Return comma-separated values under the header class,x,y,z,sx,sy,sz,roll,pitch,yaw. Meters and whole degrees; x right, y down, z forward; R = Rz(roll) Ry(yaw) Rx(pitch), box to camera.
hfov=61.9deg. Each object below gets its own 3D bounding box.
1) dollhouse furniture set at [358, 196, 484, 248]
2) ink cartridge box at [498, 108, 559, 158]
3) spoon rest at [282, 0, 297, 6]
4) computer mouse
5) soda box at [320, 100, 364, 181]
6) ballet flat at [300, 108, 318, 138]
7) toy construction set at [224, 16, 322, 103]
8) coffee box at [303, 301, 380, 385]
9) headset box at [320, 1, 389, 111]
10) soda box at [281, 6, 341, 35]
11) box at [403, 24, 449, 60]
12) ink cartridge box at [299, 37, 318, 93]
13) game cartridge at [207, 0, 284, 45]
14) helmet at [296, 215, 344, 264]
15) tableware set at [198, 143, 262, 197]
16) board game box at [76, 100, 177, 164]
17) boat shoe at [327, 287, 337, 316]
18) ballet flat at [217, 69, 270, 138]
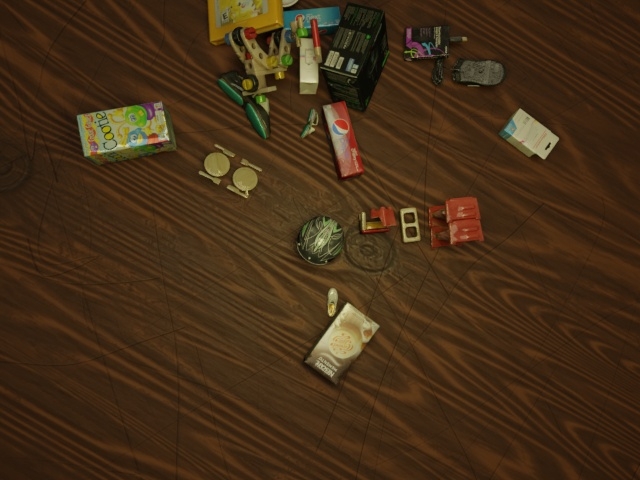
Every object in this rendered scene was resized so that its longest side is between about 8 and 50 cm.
class,x,y,z,sx,sy,sz,roll,pitch,yaw
dollhouse furniture set,0.331,-0.044,1.814,0.375,0.201,0.152,-6,86,-5
ink cartridge box,0.757,-0.380,1.941,0.181,0.061,0.104,37,84,0
spoon rest,-0.187,-0.949,1.908,0.276,0.084,0.137,41,84,1
computer mouse,0.542,-0.650,1.952,0.262,0.060,0.183,3,89,8
soda box,0.076,-0.346,1.873,0.084,0.092,0.263,-15,87,-6
ballet flat,-0.034,-0.411,1.899,0.041,0.041,0.114,21,85,-2
toy construction set,-0.146,-0.587,1.773,0.309,0.257,0.237,-7,101,14
coffee box,0.070,0.348,1.814,0.141,0.098,0.246,36,84,0
headset box,0.125,-0.608,1.812,0.131,0.283,0.246,21,83,13
soda box,-0.035,-0.781,1.913,0.210,0.067,0.071,-7,86,-5
box,0.385,-0.717,1.935,0.162,0.029,0.116,0,85,13
ink cartridge box,-0.043,-0.630,1.876,0.067,0.115,0.198,1,84,-4
game cartridge,-0.270,-0.868,1.846,0.286,0.053,0.323,-6,88,23
helmet,0.000,0.000,1.805,0.170,0.161,0.169,0,85,-4
tableware set,-0.314,-0.235,1.865,0.194,0.039,0.128,28,72,-7
board game box,-0.644,-0.359,1.797,0.276,0.144,0.142,-11,87,-4
boat shoe,0.041,0.215,1.854,0.035,0.035,0.100,9,85,-3
ballet flat,-0.241,-0.487,1.865,0.096,0.095,0.280,-38,89,-18
